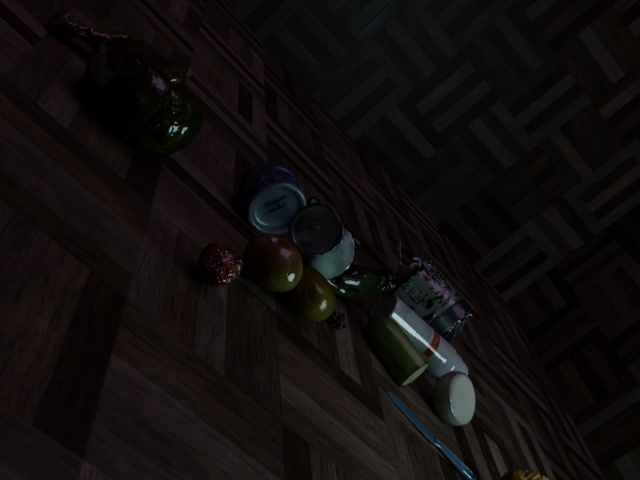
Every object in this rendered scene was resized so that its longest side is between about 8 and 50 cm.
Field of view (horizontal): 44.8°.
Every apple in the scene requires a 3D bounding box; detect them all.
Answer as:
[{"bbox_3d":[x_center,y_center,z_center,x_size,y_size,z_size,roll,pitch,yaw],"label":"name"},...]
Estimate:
[{"bbox_3d":[-0.092,0.045,1.569,0.126,0.102,0.126,17,12,-4],"label":"apple"}]

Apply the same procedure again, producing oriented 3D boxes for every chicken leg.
[{"bbox_3d":[-0.468,-0.426,1.677,0.252,0.107,0.087,22,48,-46],"label":"chicken leg"}]

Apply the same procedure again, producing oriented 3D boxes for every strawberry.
[{"bbox_3d":[-0.183,0.047,1.379,0.083,0.083,0.096,50,15,-2],"label":"strawberry"}]

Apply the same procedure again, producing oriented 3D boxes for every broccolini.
[{"bbox_3d":[-0.014,0.118,1.785,0.042,0.044,0.218,-35,80,-35],"label":"broccolini"}]

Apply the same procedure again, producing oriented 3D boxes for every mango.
[{"bbox_3d":[-0.018,0.113,1.675,0.130,0.092,0.195,51,10,9],"label":"mango"}]

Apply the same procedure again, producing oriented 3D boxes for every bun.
[{"bbox_3d":[0.329,0.404,1.983,0.138,0.094,0.138,17,67,-46],"label":"bun"}]

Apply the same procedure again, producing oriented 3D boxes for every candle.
[{"bbox_3d":[0.299,0.157,2.305,0.330,0.187,0.187,51,15,13],"label":"candle"}]

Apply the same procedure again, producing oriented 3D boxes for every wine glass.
[{"bbox_3d":[0.000,0.000,1.762,0.156,0.156,0.232,53,-3,12],"label":"wine glass"}]

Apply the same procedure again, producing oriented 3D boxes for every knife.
[{"bbox_3d":[0.256,0.456,1.791,0.313,0.019,0.044,47,18,-5],"label":"knife"}]

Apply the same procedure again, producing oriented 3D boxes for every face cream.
[{"bbox_3d":[0.280,0.282,2.110,0.345,0.102,0.102,41,17,-25],"label":"face cream"}]

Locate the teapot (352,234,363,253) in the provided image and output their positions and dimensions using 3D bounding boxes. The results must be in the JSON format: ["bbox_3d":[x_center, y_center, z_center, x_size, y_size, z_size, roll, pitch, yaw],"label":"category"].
[{"bbox_3d":[0.094,0.020,2.281,0.045,0.068,0.100,55,-19,5],"label":"teapot"}]

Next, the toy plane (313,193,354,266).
[{"bbox_3d":[0.005,-0.009,2.039,0.060,0.096,0.235,-86,152,-65],"label":"toy plane"}]

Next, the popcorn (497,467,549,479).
[{"bbox_3d":[0.481,0.619,1.771,0.140,0.163,0.194,9,66,-32],"label":"popcorn"}]

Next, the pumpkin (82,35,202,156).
[{"bbox_3d":[-0.336,-0.293,1.550,0.260,0.189,0.260,46,17,-18],"label":"pumpkin"}]

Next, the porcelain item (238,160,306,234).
[{"bbox_3d":[-0.114,-0.101,1.806,0.147,0.147,0.114,38,18,-39],"label":"porcelain item"}]

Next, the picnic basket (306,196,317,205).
[{"bbox_3d":[-0.012,-0.078,2.203,0.083,0.072,0.072,48,15,-13],"label":"picnic basket"}]

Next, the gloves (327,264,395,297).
[{"bbox_3d":[0.078,0.092,1.967,0.268,0.107,0.135,23,8,-38],"label":"gloves"}]

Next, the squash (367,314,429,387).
[{"bbox_3d":[0.177,0.259,1.905,0.188,0.095,0.095,52,14,20],"label":"squash"}]
